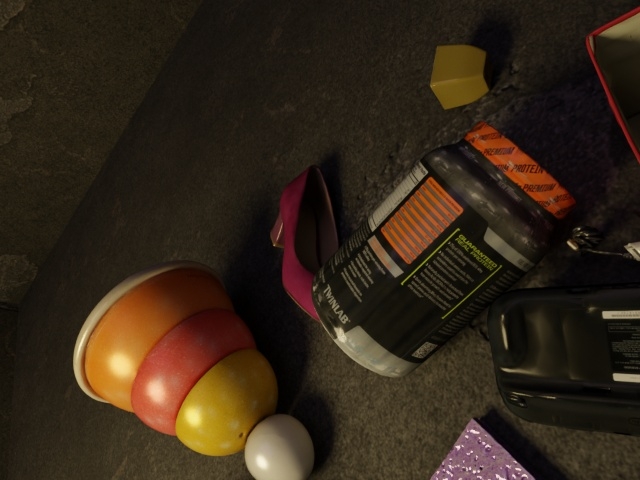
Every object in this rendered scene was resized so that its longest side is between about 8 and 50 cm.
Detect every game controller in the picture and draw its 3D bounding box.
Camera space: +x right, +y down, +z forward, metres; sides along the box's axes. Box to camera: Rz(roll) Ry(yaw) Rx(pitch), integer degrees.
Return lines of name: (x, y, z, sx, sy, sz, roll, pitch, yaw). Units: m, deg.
game controller: (0.343, 0.127, 0.478, 0.319, 0.067, 0.166, -9, 86, 38)

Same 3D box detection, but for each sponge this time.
sponge: (0.238, 0.338, 0.550, 0.210, 0.031, 0.117, 41, 103, 45)

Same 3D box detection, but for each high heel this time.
high heel: (0.000, 0.000, 0.852, 0.181, 0.127, 0.377, -62, 39, 21)

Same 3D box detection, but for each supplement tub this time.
supplement tub: (0.161, 0.016, 0.634, 0.338, 0.207, 0.207, -47, 46, 20)

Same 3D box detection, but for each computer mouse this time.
computer mouse: (0.387, 0.007, 0.505, 0.193, 0.106, 0.042, 10, 87, 38)

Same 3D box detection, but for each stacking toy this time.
stacking toy: (-0.205, 0.286, 0.862, 0.480, 0.350, 0.350, 32, 97, 32)

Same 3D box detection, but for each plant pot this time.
plant pot: (0.247, -0.284, 0.771, 0.083, 0.081, 0.081, 5, 77, 35)

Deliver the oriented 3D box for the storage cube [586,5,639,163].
storage cube: (0.417, -0.138, 0.454, 0.183, 0.193, 0.215, -25, 58, 36)
